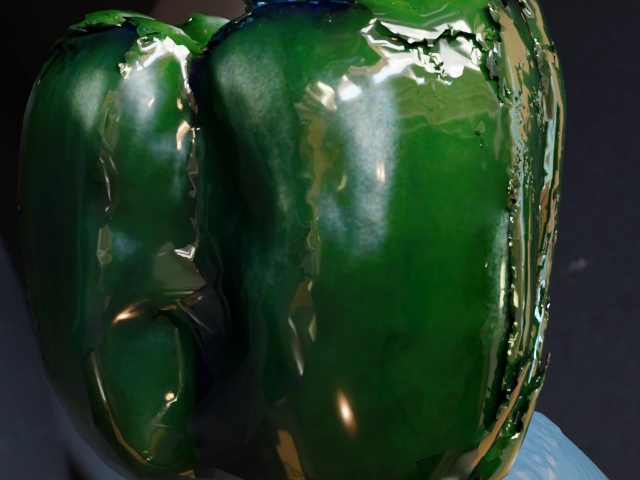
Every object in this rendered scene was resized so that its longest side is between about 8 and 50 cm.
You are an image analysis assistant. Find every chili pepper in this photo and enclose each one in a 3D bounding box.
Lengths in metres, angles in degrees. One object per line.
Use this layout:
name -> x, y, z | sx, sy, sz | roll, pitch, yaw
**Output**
chili pepper -> 0.000, 0.000, 0.867 | 0.233, 0.248, 0.257 | -4, 93, -50

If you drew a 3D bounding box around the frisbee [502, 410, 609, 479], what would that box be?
frisbee -> 0.139, 0.147, 1.256 | 0.049, 0.289, 0.289 | -53, 147, 11
